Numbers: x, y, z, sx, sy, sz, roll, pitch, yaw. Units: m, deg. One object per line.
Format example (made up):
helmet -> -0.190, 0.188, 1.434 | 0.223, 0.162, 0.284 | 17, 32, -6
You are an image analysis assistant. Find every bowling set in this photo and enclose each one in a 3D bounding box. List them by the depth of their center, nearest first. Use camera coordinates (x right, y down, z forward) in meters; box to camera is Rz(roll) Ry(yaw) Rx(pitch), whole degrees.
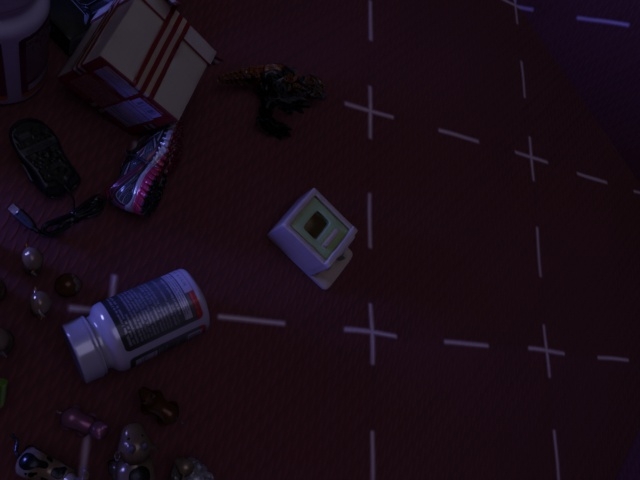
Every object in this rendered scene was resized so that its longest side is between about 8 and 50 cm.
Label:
bowling set -> -0.607, 0.082, 1.121 | 0.199, 0.154, 0.287 | -15, 84, -30

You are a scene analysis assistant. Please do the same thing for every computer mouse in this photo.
computer mouse -> -0.637, -0.131, 1.222 | 0.184, 0.060, 0.262 | -45, 111, -34

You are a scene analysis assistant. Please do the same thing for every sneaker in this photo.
sneaker -> -0.419, -0.206, 1.324 | 0.111, 0.121, 0.299 | 18, 61, 2

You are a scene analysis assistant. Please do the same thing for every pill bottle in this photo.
pill bottle -> -0.673, -0.461, 1.096 | 0.223, 0.392, 0.224 | 8, 73, -26
pill bottle -> -0.405, 0.186, 1.195 | 0.283, 0.161, 0.161 | -24, 88, -31

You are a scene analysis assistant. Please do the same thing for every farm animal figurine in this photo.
farm animal figurine -> -0.411, 0.468, 1.108 | 0.330, 0.172, 0.327 | -24, 88, -30

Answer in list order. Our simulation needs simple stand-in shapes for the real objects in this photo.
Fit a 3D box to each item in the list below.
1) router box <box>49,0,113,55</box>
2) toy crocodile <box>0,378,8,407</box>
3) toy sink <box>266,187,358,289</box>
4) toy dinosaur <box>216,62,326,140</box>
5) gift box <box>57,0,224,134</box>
router box -> -0.601, -0.650, 1.365 | 0.243, 0.081, 0.309 | 48, 60, -9
toy crocodile -> -0.780, 0.295, 1.009 | 0.340, 0.105, 0.115 | 0, 118, -28
toy sink -> 0.000, 0.000, 1.475 | 0.234, 0.131, 0.153 | 45, 62, -11
toy dinosaur -> -0.130, -0.423, 1.541 | 0.321, 0.164, 0.219 | -9, 65, -11
gift box -> -0.404, -0.426, 1.274 | 0.255, 0.276, 0.258 | 43, 58, -45
